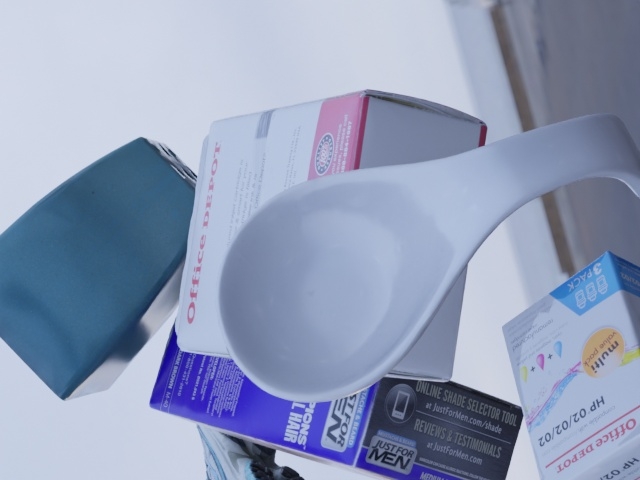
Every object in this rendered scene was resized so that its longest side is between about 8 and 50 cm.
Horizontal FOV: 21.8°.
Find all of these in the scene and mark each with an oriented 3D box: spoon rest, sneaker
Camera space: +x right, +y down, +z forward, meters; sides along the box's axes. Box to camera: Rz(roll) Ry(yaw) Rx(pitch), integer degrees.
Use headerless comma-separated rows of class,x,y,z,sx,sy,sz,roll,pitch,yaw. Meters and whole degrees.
spoon rest,0.062,-0.002,0.994,0.137,0.276,0.084,66,-173,23
sneaker,-0.110,0.301,2.078,0.110,0.122,0.283,22,-165,-29

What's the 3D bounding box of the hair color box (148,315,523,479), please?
hair color box,0.007,0.161,1.599,0.185,0.338,0.110,22,-101,-36

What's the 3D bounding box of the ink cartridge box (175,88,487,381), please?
ink cartridge box,0.000,0.000,1.342,0.283,0.117,0.207,-2,79,63

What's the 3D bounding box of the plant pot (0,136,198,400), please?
plant pot,-0.213,0.016,1.677,0.165,0.234,0.166,45,-174,7

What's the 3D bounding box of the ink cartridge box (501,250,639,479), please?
ink cartridge box,0.194,0.112,1.112,0.061,0.104,0.181,25,-141,-35
